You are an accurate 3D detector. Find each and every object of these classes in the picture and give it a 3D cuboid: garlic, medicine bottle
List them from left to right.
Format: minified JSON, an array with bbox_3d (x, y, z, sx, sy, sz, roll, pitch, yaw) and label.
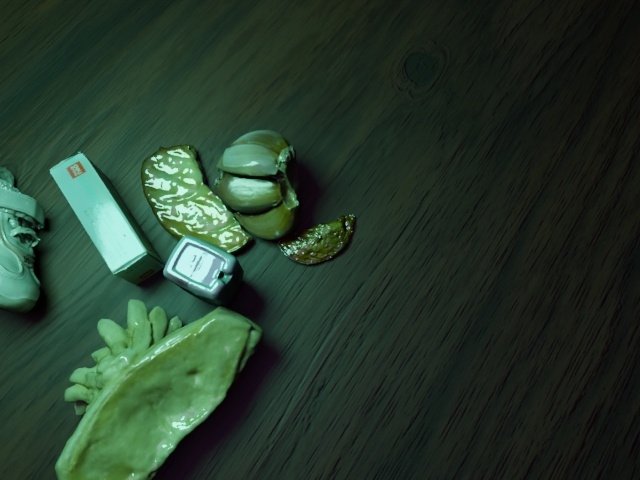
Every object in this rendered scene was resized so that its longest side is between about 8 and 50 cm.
[{"bbox_3d":[-0.218,0.070,0.894,0.119,0.188,0.095,24,74,4],"label":"medicine bottle"},{"bbox_3d":[-0.119,-0.124,0.976,0.191,0.214,0.160,3,43,22],"label":"garlic"}]

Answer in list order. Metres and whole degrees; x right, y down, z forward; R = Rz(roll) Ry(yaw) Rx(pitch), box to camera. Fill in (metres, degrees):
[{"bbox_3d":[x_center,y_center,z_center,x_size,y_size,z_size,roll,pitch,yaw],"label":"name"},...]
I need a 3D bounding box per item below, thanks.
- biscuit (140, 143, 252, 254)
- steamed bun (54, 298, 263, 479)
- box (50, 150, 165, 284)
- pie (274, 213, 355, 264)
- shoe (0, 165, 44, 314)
[{"bbox_3d":[-0.288,-0.079,1.008,0.154,0.045,0.299,-32,79,-12],"label":"biscuit"},{"bbox_3d":[-0.335,0.266,0.858,0.247,0.189,0.428,43,78,-22],"label":"steamed bun"},{"bbox_3d":[-0.438,-0.043,0.943,0.079,0.135,0.269,-34,78,-11],"label":"box"},{"bbox_3d":[-0.001,0.002,1.007,0.191,0.033,0.088,-17,80,-8],"label":"pie"},{"bbox_3d":[-0.658,-0.022,0.909,0.198,0.172,0.351,-43,82,-16],"label":"shoe"}]
